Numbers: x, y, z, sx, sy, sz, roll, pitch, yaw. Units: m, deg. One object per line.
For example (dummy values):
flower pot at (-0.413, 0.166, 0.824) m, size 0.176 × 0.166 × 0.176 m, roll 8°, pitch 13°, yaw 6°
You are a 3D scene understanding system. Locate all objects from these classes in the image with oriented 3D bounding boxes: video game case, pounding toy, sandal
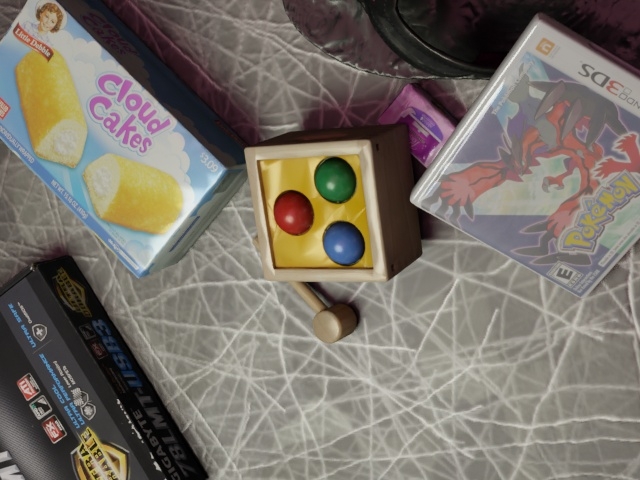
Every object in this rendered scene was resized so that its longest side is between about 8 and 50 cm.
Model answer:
video game case at (0.202, -0.063, 0.895) m, size 0.183 × 0.023 × 0.201 m, roll 29°, pitch 125°, yaw -6°
pounding toy at (-0.007, 0.006, 0.995) m, size 0.181 × 0.094 × 0.206 m, roll -1°, pitch 105°, yaw 29°
sandal at (0.167, -0.198, 0.895) m, size 0.446 × 0.107 × 0.167 m, roll 14°, pitch 105°, yaw 18°

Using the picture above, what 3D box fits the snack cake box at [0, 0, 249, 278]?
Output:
snack cake box at (-0.207, -0.112, 1.068) m, size 0.264 × 0.089 × 0.152 m, roll 44°, pitch 112°, yaw 9°

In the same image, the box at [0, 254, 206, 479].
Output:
box at (-0.316, 0.215, 1.179) m, size 0.293 × 0.073 × 0.295 m, roll -34°, pitch 85°, yaw 22°

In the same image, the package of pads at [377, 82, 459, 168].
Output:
package of pads at (0.098, -0.099, 0.981) m, size 0.083 × 0.032 × 0.050 m, roll 44°, pitch 112°, yaw 10°
